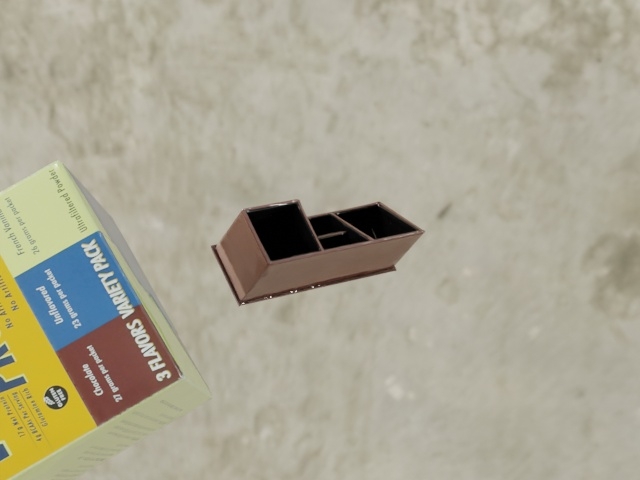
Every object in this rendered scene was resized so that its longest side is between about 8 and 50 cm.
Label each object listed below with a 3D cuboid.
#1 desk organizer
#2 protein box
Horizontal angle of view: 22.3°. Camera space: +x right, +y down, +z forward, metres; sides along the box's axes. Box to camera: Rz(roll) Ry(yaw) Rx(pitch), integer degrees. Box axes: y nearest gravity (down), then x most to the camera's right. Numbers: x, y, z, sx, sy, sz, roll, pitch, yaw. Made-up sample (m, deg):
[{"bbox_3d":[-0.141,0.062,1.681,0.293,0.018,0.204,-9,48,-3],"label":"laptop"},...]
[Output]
[{"bbox_3d":[0.000,0.000,1.068,0.130,0.050,0.047,-12,65,-34],"label":"desk organizer"},{"bbox_3d":[-0.187,0.077,0.922,0.201,0.200,0.136,-30,82,-4],"label":"protein box"}]
